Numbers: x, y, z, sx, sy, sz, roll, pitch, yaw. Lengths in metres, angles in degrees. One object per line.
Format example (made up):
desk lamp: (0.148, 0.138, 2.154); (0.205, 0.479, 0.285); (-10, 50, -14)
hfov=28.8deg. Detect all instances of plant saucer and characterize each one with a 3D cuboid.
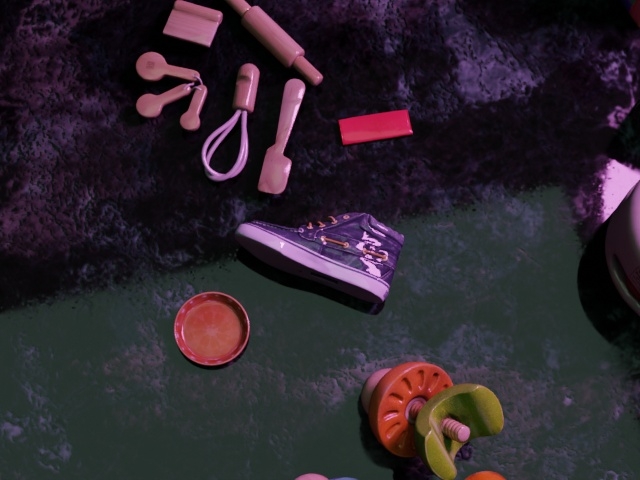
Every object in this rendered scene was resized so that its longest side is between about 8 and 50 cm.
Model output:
plant saucer: (-0.120, 0.099, 1.381); (0.083, 0.013, 0.083); (0, 72, -1)

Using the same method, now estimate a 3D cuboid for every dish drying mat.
dish drying mat: (0.064, -0.133, 1.463); (0.083, 0.008, 0.032); (-9, 74, -6)

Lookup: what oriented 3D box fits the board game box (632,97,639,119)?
board game box: (0.455, -0.130, 1.415); (0.186, 0.126, 0.026); (30, 74, 7)

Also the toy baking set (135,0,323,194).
toy baking set: (-0.101, -0.175, 1.462); (0.256, 0.030, 0.197); (41, 79, 10)

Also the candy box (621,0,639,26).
candy box: (0.500, -0.414, 1.431); (0.317, 0.268, 0.122); (-24, 73, -9)

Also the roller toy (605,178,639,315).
roller toy: (0.418, 0.002, 1.361); (0.191, 0.146, 0.209); (9, 73, 1)

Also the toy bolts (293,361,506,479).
toy bolts: (0.077, 0.260, 1.303); (0.228, 0.158, 0.218); (-37, 118, -22)

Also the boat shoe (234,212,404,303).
boat shoe: (0.000, 0.000, 1.394); (0.183, 0.065, 0.083); (22, 72, -2)
